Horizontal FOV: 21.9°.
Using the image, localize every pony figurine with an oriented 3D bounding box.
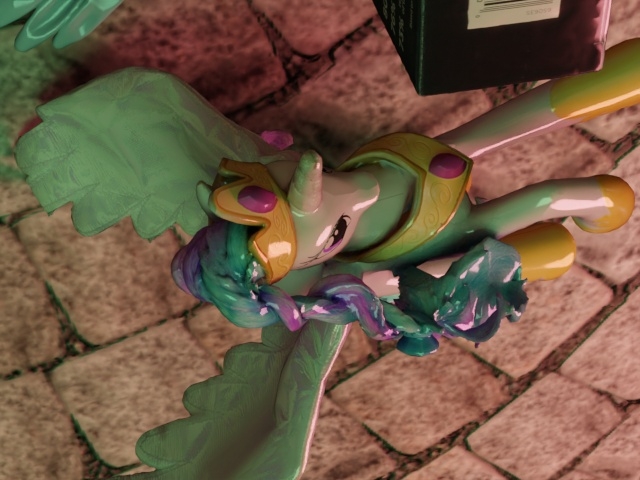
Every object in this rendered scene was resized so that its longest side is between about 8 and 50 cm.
[{"bbox_3d":[0.000,0.000,1.002,0.363,0.303,0.351,-14,168,-42],"label":"pony figurine"}]

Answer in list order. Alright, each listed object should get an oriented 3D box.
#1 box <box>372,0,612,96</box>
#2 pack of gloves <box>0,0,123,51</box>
[{"bbox_3d":[0.078,-0.201,0.905,0.108,0.207,0.153,-9,133,-9],"label":"box"},{"bbox_3d":[-0.158,-0.231,0.937,0.232,0.046,0.195,-43,117,17],"label":"pack of gloves"}]
